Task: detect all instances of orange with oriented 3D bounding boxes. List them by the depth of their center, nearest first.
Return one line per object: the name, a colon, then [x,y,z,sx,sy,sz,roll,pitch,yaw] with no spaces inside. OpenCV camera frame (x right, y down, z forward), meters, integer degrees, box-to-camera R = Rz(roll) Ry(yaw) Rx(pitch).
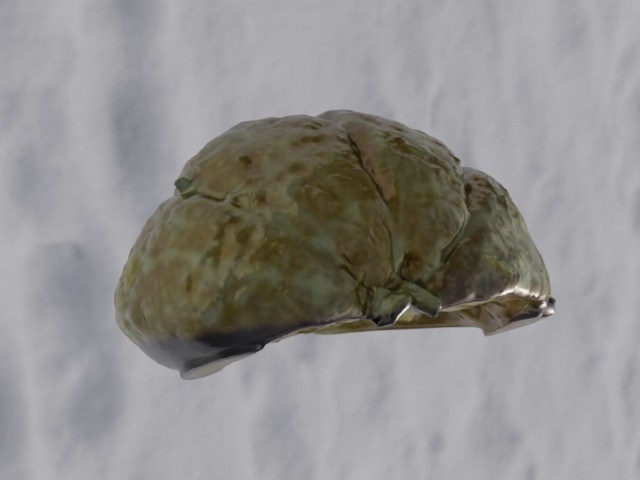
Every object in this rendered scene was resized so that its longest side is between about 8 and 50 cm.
orange: [0.000,0.000,1.271,0.368,0.271,0.210,-9,80,-24]
